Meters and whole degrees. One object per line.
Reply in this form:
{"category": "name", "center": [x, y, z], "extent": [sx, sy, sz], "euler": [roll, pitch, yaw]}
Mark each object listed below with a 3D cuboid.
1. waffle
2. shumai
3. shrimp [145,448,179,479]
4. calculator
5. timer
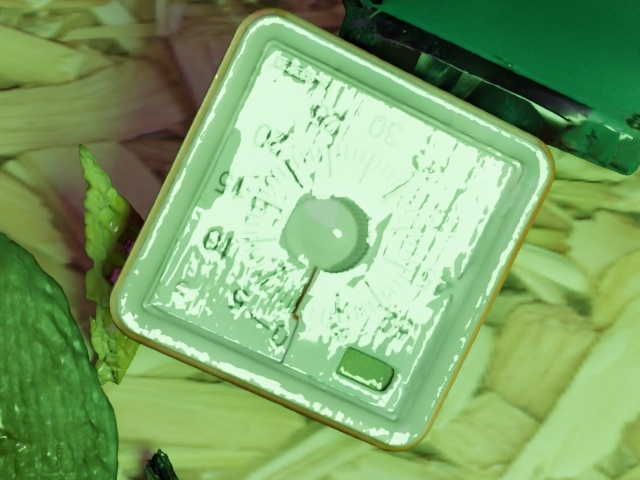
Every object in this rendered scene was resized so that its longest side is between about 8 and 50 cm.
{"category": "waffle", "center": [-0.168, 0.026, 1.057], "extent": [0.032, 0.191, 0.125], "euler": [20, 72, 22]}
{"category": "shumai", "center": [-0.339, 0.139, 1.052], "extent": [0.263, 0.304, 0.309], "euler": [-6, 69, 36]}
{"category": "shrimp", "center": [-0.043, 0.235, 1.057], "extent": [0.152, 0.046, 0.219], "euler": [-31, 77, -8]}
{"category": "calculator", "center": [0.156, -0.171, 1.133], "extent": [0.274, 0.058, 0.248], "euler": [23, 40, 0]}
{"category": "timer", "center": [0.000, 0.000, 1.054], "extent": [0.257, 0.161, 0.250], "euler": [25, 79, -13]}
